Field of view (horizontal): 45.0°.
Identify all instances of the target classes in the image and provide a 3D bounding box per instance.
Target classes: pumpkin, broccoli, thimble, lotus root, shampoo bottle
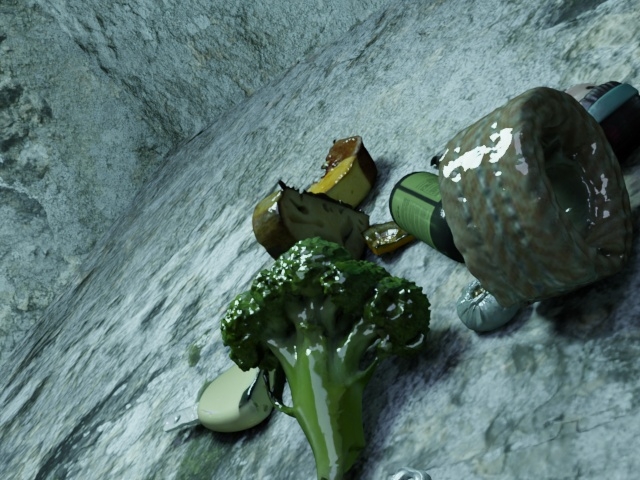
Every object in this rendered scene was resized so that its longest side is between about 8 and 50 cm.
[{"bbox_3d":[0.114,-0.003,1.270,0.073,0.035,0.101,-27,21,-1],"label":"pumpkin"},{"bbox_3d":[0.029,0.140,1.020,0.254,0.186,0.302,-40,64,-3],"label":"broccoli"},{"bbox_3d":[0.245,-0.048,0.887,0.196,0.229,0.148,-8,-14,-40],"label":"thimble"},{"bbox_3d":[0.000,0.000,1.271,0.074,0.260,0.170,-30,57,31],"label":"lotus root"},{"bbox_3d":[0.190,-0.028,1.087,0.101,0.101,0.284,-44,21,-2],"label":"shampoo bottle"}]

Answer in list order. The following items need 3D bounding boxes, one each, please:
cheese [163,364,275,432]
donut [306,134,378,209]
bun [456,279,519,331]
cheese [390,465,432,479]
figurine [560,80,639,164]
[{"bbox_3d":[-0.167,0.261,1.228,0.251,0.054,0.127,-28,26,36],"label":"cheese"},{"bbox_3d":[0.043,-0.114,1.525,0.141,0.085,0.217,-11,38,53],"label":"donut"},{"bbox_3d":[0.204,0.074,0.944,0.083,0.045,0.083,-35,27,21],"label":"bun"},{"bbox_3d":[0.034,0.331,0.724,0.249,0.071,0.163,-44,21,-5],"label":"cheese"},{"bbox_3d":[0.338,-0.151,1.063,0.138,0.110,0.245,-55,19,-5],"label":"figurine"}]
